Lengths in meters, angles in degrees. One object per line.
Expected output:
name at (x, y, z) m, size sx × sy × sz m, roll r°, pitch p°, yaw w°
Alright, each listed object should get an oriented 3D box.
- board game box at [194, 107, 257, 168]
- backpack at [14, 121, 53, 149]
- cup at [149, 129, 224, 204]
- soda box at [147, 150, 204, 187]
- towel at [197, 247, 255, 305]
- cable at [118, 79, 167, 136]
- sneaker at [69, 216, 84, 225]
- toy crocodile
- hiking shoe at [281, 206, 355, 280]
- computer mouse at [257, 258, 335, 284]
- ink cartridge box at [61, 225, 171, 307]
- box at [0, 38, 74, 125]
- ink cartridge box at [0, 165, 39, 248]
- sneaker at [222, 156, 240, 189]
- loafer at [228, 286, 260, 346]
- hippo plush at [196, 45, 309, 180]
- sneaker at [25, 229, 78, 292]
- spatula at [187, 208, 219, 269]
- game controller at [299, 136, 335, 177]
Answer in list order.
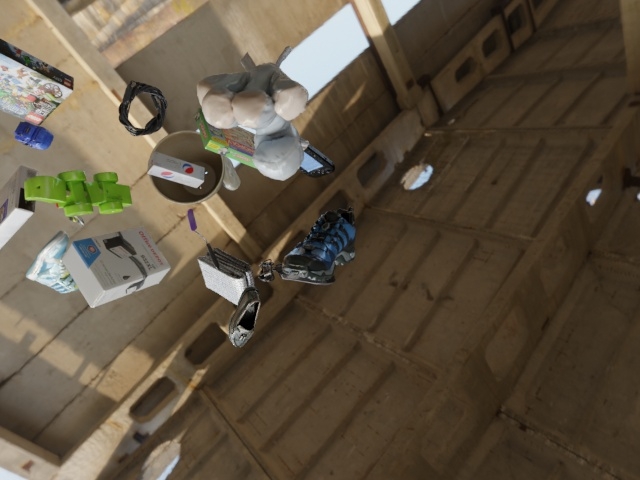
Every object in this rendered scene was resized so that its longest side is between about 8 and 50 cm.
board game box at (-0.334, -0.392, 1.685) m, size 0.046 × 0.317 × 0.214 m, roll -48°, pitch -130°, yaw 25°
backpack at (-1.200, -0.437, 1.763) m, size 0.101 × 0.120 × 0.098 m, roll 104°, pitch 6°, yaw -82°
cup at (-0.589, -0.311, 1.955) m, size 0.331 × 0.331 × 0.237 m, roll -39°, pitch 177°, yaw -4°
soda box at (-0.593, -0.288, 1.734) m, size 0.073 × 0.216 × 0.069 m, roll -28°, pitch -123°, yaw 43°
towel at (-0.443, 0.181, 2.050) m, size 0.283 × 0.235 × 0.121 m, roll 24°, pitch -130°, yaw 24°
cable at (-0.605, -0.441, 1.440) m, size 0.047 × 0.150 × 0.185 m, roll 9°, pitch -95°, yaw 41°
sneaker at (-0.997, -0.088, 1.709) m, size 0.035 × 0.083 × 0.031 m, roll -32°, pitch -142°, yaw -5°
toy crocodile at (-0.645, -0.127, 1.166) m, size 0.105 × 0.115 × 0.340 m, roll -10°, pitch -176°, yaw 11°
hiking shoe at (0.000, 0.000, 0.932) m, size 0.113 × 0.132 × 0.304 m, roll 10°, pitch -167°, yaw 17°
computer mouse at (-0.077, 0.097, 1.455) m, size 0.271 × 0.072 × 0.188 m, roll 7°, pitch -170°, yaw -8°
ink cartridge box at (-0.779, 0.091, 1.629) m, size 0.129 × 0.223 × 0.307 m, roll -42°, pitch 171°, yaw 30°
box at (-0.698, -0.359, 0.920) m, size 0.159 × 0.233 × 0.044 m, roll -27°, pitch -118°, yaw 27°
ink cartridge box at (-1.101, -0.090, 1.466) m, size 0.370 × 0.069 × 0.176 m, roll -29°, pitch -120°, yaw 26°
sneaker at (-0.537, -0.342, 2.275) m, size 0.148 × 0.131 × 0.350 m, roll -39°, pitch -143°, yaw 9°
loafer at (-0.287, 0.307, 1.604) m, size 0.084 × 0.096 × 0.268 m, roll 48°, pitch -54°, yaw 52°
hippo plush at (-0.144, -0.267, 0.976) m, size 0.234 × 0.237 × 0.294 m, roll -11°, pitch -137°, yaw -5°
sneaker at (-1.066, 0.100, 1.762) m, size 0.319 × 0.208 × 0.127 m, roll -38°, pitch -154°, yaw 32°
spatula at (-0.523, -0.002, 1.880) m, size 0.030 × 0.297 × 0.084 m, roll -26°, pitch -170°, yaw 6°
game controller at (-0.079, -0.383, 1.942) m, size 0.166 × 0.319 × 0.067 m, roll -21°, pitch -126°, yaw 36°
